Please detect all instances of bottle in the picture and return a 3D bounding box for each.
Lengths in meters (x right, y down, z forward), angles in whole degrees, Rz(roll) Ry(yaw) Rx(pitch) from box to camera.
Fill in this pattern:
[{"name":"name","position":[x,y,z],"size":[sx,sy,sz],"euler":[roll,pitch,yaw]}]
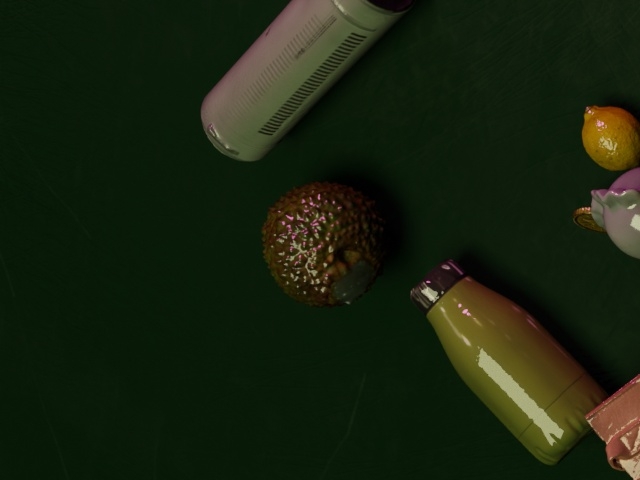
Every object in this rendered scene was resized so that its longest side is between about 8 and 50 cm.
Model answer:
[{"name":"bottle","position":[0.212,0.133,2.077],"size":[0.260,0.112,0.112],"euler":[46,136,12]}]

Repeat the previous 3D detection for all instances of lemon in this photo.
[{"name":"lemon","position":[0.306,-0.108,1.887],"size":[0.083,0.062,0.062],"euler":[48,137,1]}]

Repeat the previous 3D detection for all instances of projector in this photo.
[{"name":"projector","position":[-0.019,-0.217,2.090],"size":[0.108,0.108,0.337],"euler":[53,137,5]}]

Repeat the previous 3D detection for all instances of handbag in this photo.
[{"name":"handbag","position":[0.404,0.235,1.946],"size":[0.157,0.059,0.212],"euler":[-38,85,12]}]

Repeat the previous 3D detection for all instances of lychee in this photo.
[{"name":"lychee","position":[0.000,0.000,2.168],"size":[0.171,0.171,0.171],"euler":[22,127,33]}]

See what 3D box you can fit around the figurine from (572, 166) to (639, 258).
[{"name":"figurine","position":[0.366,-0.019,1.836],"size":[0.271,0.143,0.143],"euler":[-22,98,46]}]
